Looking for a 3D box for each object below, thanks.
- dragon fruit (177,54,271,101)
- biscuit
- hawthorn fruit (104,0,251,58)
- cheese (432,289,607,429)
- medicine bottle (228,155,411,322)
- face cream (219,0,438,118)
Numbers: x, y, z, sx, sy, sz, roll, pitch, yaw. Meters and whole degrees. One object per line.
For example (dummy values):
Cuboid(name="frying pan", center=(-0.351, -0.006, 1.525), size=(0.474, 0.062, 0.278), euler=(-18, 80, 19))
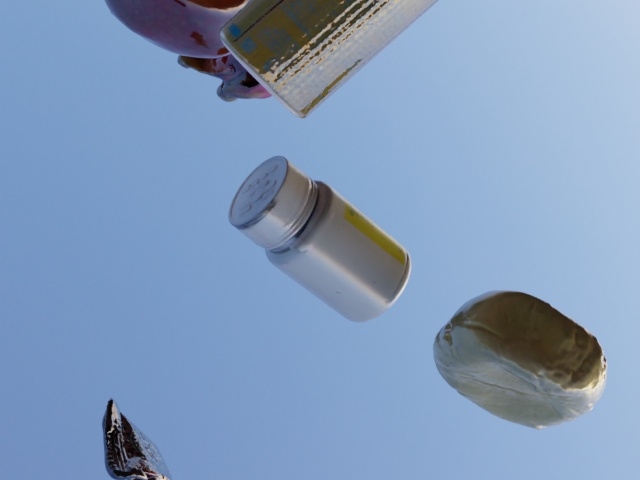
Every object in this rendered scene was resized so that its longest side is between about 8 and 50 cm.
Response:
Cuboid(name="dragon fruit", center=(-0.074, -0.351, 1.619), size=(0.243, 0.307, 0.227), euler=(-49, -57, -28))
Cuboid(name="biscuit", center=(-0.261, 0.360, 1.428), size=(0.063, 0.235, 0.151), euler=(-31, -145, -8))
Cuboid(name="hawthorn fruit", center=(-0.137, -0.310, 1.149), size=(0.248, 0.208, 0.208), euler=(38, -142, 17))
Cuboid(name="cheese", center=(0.267, 0.170, 1.284), size=(0.226, 0.214, 0.117), euler=(30, -120, 5))
Cuboid(name="medicine bottle", center=(0.000, 0.000, 1.367), size=(0.258, 0.143, 0.143), euler=(36, -145, -28))
Cuboid(name="face cream", center=(0.046, -0.254, 0.930), size=(0.139, 0.285, 0.067), euler=(41, -166, -42))
